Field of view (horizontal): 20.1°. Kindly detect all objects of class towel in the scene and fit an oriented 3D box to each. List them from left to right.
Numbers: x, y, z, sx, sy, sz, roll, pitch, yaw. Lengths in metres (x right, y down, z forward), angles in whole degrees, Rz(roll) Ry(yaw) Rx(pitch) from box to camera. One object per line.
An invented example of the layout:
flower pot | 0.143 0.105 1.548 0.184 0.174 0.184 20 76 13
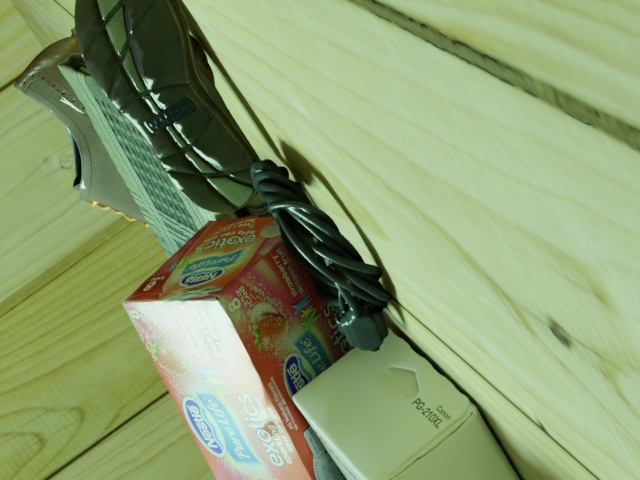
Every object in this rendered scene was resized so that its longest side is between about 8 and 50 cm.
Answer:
towel | -0.107 -0.029 1.665 0.324 0.056 0.312 61 165 -25

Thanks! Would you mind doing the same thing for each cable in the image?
cable | 0.000 0.000 1.334 0.150 0.047 0.184 57 178 26

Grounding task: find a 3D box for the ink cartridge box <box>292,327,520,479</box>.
ink cartridge box | 0.097 0.205 1.398 0.237 0.100 0.172 58 171 -29

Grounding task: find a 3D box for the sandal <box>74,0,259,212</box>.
sandal | -0.110 -0.123 1.370 0.219 0.090 0.060 55 -153 -18

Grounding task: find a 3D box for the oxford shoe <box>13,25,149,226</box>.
oxford shoe | -0.194 -0.064 1.968 0.363 0.133 0.130 56 173 -14

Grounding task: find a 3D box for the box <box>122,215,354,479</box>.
box | -0.036 0.117 1.491 0.123 0.128 0.256 -3 121 43
